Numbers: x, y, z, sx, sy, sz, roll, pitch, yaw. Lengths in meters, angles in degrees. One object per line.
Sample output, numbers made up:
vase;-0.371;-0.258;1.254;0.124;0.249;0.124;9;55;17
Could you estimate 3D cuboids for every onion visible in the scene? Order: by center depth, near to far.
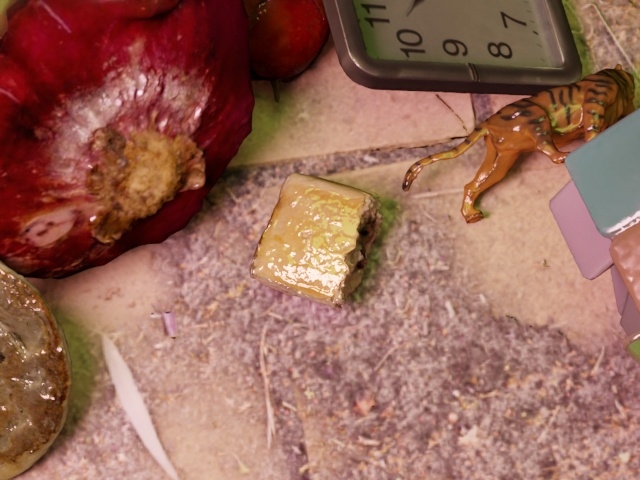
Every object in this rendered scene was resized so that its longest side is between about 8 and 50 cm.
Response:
onion;-0.285;-0.196;1.681;0.398;0.398;0.420;-26;45;-8

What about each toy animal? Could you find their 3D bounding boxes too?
toy animal;0.200;-0.102;1.722;0.255;0.114;0.116;-15;69;-5

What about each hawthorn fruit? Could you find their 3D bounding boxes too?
hawthorn fruit;-0.055;-0.226;1.783;0.148;0.148;0.172;1;89;3

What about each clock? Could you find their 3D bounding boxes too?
clock;0.118;-0.267;1.788;0.279;0.049;0.273;0;62;-27

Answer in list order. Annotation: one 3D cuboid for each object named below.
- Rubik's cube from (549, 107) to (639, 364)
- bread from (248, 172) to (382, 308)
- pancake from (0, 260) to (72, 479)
Rubik's cube;0.409;0.004;1.527;0.387;0.368;0.358;-22;66;-6
bread;-0.001;0.001;1.710;0.106;0.082;0.125;16;78;21
pancake;-0.343;0.122;1.619;0.253;0.253;0.037;2;22;5
